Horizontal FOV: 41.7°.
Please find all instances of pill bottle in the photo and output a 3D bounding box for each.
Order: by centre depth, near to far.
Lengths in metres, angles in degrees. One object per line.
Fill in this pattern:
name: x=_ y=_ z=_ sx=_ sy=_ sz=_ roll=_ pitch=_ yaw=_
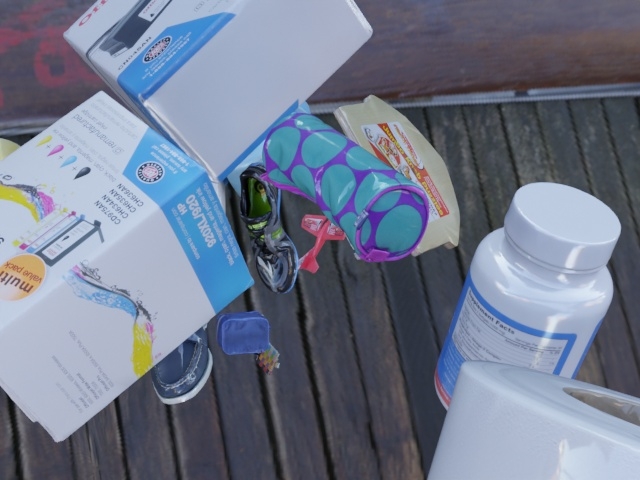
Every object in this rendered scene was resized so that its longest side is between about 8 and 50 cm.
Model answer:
pill bottle: x=0.186 y=0.064 z=0.757 sx=0.124 sy=0.221 sz=0.124 roll=8 pitch=35 yaw=-6

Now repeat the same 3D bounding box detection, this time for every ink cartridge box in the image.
ink cartridge box: x=-0.216 y=0.021 z=0.757 sx=0.233 sy=0.168 sz=0.171 roll=-41 pitch=55 yaw=-19
ink cartridge box: x=-0.162 y=-0.286 z=1.168 sx=0.285 sy=0.395 sz=0.166 roll=-45 pitch=127 yaw=-5

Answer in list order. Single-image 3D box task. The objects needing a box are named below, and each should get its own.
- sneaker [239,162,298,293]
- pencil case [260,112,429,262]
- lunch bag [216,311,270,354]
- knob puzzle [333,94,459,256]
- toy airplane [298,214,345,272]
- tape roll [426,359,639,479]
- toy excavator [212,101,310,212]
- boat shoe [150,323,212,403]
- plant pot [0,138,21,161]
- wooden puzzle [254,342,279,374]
sneaker: x=-0.082 y=-0.015 z=1.179 sx=0.067 sy=0.078 sz=0.188 roll=-9 pitch=95 yaw=23
pencil case: x=0.014 y=-0.043 z=0.651 sx=0.064 sy=0.152 sz=0.070 roll=28 pitch=100 yaw=-43
lunch bag: x=-0.136 y=0.162 z=1.505 sx=0.098 sy=0.065 sz=0.067 roll=0 pitch=99 yaw=-18
knob puzzle: x=0.093 y=-0.072 z=0.931 sx=0.213 sy=0.030 sz=0.213 roll=37 pitch=35 yaw=-32
toy airplane: x=0.000 y=0.000 z=1.502 sx=0.028 sy=0.151 sz=0.151 roll=40 pitch=67 yaw=-31
tape roll: x=0.168 y=0.178 z=0.441 sx=0.246 sy=0.246 sz=0.169 roll=16 pitch=90 yaw=-10
toy excavator: x=-0.216 y=-0.143 z=1.784 sx=0.433 sy=0.222 sz=0.445 roll=-14 pitch=62 yaw=5
boat shoe: x=-0.201 y=0.124 z=1.210 sx=0.095 sy=0.079 sz=0.254 roll=-7 pitch=35 yaw=7
plant pot: x=-0.569 y=-0.097 z=1.460 sx=0.134 sy=0.134 sz=0.095 roll=-3 pitch=47 yaw=-16
wooden puzzle: x=-0.105 y=0.238 z=1.698 sx=0.006 sy=0.083 sz=0.049 roll=19 pitch=103 yaw=-39
